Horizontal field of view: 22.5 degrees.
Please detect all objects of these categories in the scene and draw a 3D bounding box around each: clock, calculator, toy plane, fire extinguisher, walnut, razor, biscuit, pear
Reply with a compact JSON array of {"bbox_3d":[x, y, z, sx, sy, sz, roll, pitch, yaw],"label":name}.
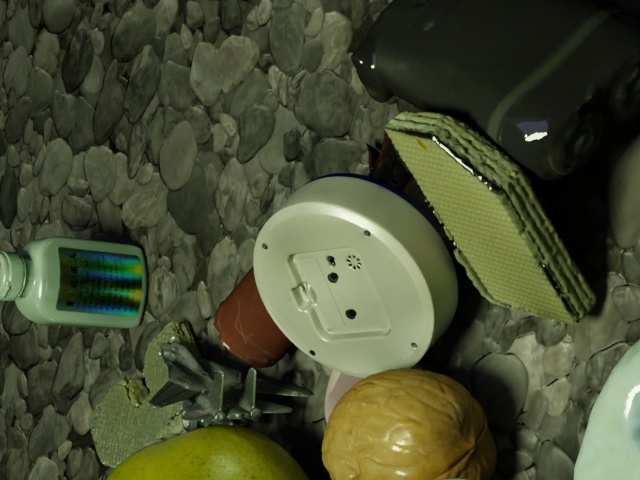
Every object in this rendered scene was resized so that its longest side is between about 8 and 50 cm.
[{"bbox_3d":[0.037,0.041,1.784,0.230,0.083,0.230,19,129,26],"label":"clock"},{"bbox_3d":[0.051,0.163,1.899,0.103,0.024,0.166,36,111,46],"label":"calculator"},{"bbox_3d":[-0.154,0.185,2.033,0.267,0.212,0.088,13,104,62],"label":"toy plane"},{"bbox_3d":[0.000,0.000,1.936,0.337,0.106,0.147,-49,28,32],"label":"fire extinguisher"},{"bbox_3d":[0.095,0.219,1.737,0.197,0.165,0.165,-11,76,56],"label":"walnut"},{"bbox_3d":[0.189,-0.191,1.684,0.204,0.113,0.349,-44,42,-12],"label":"razor"},{"bbox_3d":[0.174,-0.027,1.641,0.052,0.252,0.150,-45,28,-20],"label":"biscuit"},{"bbox_3d":[-0.234,0.234,2.207,0.250,0.046,0.147,-48,52,34],"label":"biscuit"},{"bbox_3d":[-0.120,0.362,1.888,0.294,0.294,0.294,-10,77,49],"label":"pear"}]

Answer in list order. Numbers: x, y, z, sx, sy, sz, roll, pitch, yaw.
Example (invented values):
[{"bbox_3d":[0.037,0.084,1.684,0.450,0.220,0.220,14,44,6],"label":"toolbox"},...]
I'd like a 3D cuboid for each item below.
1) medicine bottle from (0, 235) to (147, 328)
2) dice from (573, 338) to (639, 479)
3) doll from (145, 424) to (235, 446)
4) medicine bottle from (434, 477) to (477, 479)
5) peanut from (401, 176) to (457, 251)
[{"bbox_3d":[-0.353,0.057,2.232,0.083,0.229,0.121,-6,80,48],"label":"medicine bottle"},{"bbox_3d":[0.386,0.215,1.313,0.264,0.268,0.263,21,99,50],"label":"dice"},{"bbox_3d":[-0.181,0.292,2.104,0.102,0.075,0.227,48,131,-12],"label":"doll"},{"bbox_3d":[0.152,0.378,1.530,0.238,0.232,0.238,-20,45,21],"label":"medicine bottle"},{"bbox_3d":[0.145,-0.047,1.775,0.104,0.085,0.228,50,124,17],"label":"peanut"}]
